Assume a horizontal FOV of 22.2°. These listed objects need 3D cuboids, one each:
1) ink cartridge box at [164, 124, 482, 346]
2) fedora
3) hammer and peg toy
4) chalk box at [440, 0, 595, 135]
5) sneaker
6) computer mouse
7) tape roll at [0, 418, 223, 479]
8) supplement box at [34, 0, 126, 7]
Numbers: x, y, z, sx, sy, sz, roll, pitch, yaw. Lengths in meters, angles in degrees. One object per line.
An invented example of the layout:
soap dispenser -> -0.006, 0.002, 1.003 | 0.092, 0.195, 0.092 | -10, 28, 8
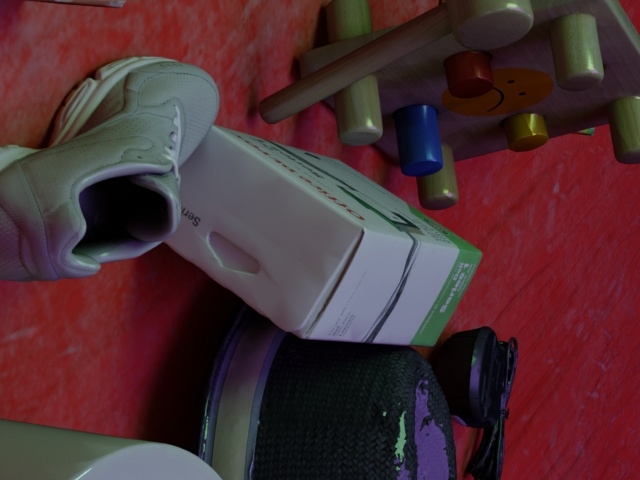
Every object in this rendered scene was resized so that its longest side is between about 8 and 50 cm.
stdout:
ink cartridge box -> 0.000, 0.000, 1.203 | 0.092, 0.160, 0.219 | -60, 155, 9
fedora -> 0.016, 0.194, 1.266 | 0.334, 0.153, 0.334 | -1, 90, -70
hammer and peg toy -> 0.116, -0.147, 1.320 | 0.361, 0.266, 0.127 | 32, 48, -60
chalk box -> 0.197, -0.214, 1.560 | 0.132, 0.132, 0.213 | -2, 99, -63
sneaker -> -0.120, -0.037, 1.021 | 0.262, 0.121, 0.099 | -44, 137, -49
computer mouse -> 0.152, 0.182, 1.692 | 0.262, 0.060, 0.184 | 25, 72, -74
tape roll -> -0.172, 0.226, 0.927 | 0.246, 0.169, 0.246 | -9, 101, -57
supplement box -> -0.152, -0.254, 0.936 | 0.078, 0.080, 0.233 | -9, 108, -62
